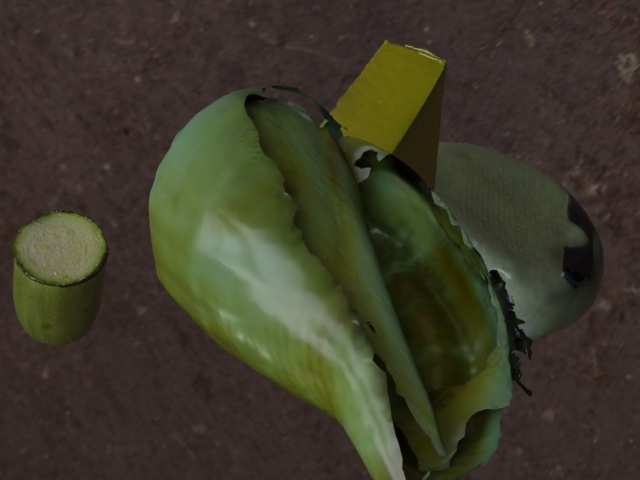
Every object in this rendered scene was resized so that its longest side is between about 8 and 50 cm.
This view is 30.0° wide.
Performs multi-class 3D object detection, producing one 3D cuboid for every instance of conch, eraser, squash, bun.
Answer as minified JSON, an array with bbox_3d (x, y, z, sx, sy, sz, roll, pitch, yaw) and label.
[{"bbox_3d":[-0.003,0.002,0.395,0.201,0.095,0.079,44,143,34],"label":"conch"},{"bbox_3d":[0.032,-0.038,0.682,0.045,0.097,0.122,22,147,16],"label":"eraser"},{"bbox_3d":[-0.379,0.075,1.741,0.132,0.132,0.247,37,147,12],"label":"squash"},{"bbox_3d":[0.182,0.023,1.416,0.293,0.293,0.187,35,122,14],"label":"bun"}]
